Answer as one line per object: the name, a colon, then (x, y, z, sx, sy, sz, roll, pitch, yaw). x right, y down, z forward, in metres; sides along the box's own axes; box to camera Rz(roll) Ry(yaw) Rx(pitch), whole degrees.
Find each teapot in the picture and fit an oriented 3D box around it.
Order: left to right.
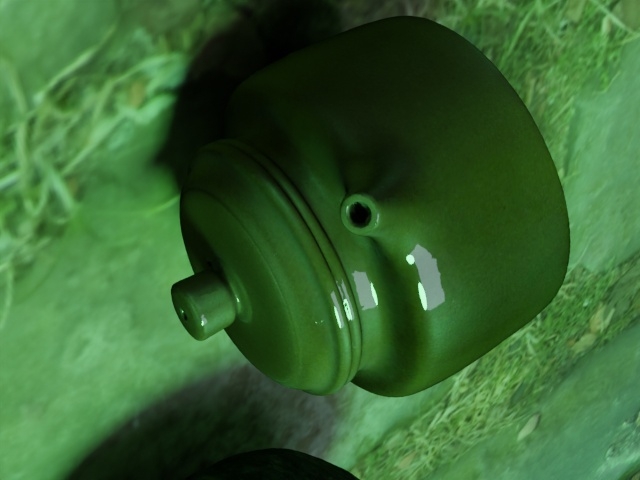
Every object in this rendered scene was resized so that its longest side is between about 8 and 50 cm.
teapot: (0.000, 0.000, 0.661, 0.175, 0.186, 0.267, -26, 177, -23)

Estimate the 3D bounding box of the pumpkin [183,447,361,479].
pumpkin: (-0.075, 0.270, 0.831, 0.300, 0.207, 0.300, -41, 160, -18)
